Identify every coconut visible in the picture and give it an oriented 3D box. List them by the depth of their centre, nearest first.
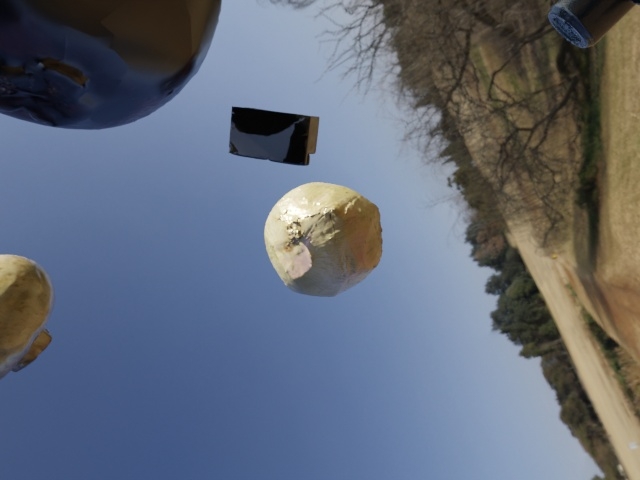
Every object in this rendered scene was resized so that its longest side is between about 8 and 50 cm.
[{"bbox_3d":[0.000,0.000,1.204,0.297,0.297,0.254,59,-144,-10],"label":"coconut"}]

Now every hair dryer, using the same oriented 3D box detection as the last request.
[{"bbox_3d":[0.365,-0.245,0.505,0.071,0.124,0.219,21,-153,-44],"label":"hair dryer"}]

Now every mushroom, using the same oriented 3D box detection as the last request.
[{"bbox_3d":[-0.544,0.160,0.752,0.195,0.253,0.189,56,-170,-37],"label":"mushroom"}]

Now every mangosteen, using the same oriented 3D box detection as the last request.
[{"bbox_3d":[-0.292,-0.343,0.540,0.381,0.380,0.422,-2,-73,-66],"label":"mangosteen"}]

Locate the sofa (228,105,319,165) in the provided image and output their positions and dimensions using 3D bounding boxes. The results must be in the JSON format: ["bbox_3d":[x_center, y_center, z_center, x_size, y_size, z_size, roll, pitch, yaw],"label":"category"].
[{"bbox_3d":[-0.079,-0.178,0.809,0.060,0.147,0.085,-31,-50,-70],"label":"sofa"}]
